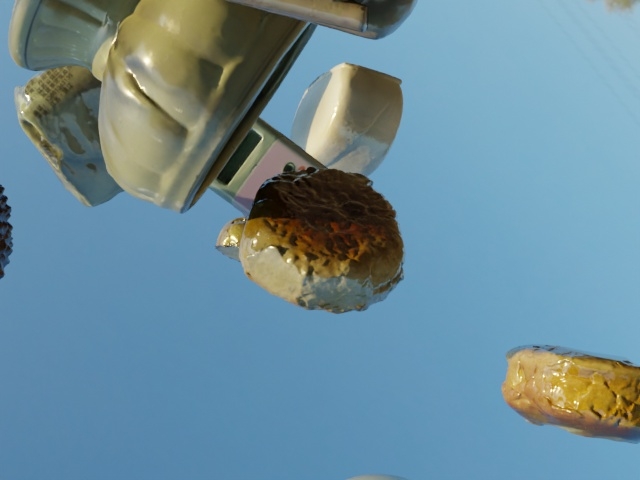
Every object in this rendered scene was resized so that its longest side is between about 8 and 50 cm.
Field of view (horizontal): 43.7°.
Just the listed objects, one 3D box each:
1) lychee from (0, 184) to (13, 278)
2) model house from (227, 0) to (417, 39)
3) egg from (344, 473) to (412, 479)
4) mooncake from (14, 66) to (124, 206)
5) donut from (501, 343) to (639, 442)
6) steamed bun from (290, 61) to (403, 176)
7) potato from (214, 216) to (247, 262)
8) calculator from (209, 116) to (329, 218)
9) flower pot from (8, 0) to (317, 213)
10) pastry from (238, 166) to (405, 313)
[{"bbox_3d":[-0.571,-0.023,1.173,0.271,0.271,0.271,20,-141,-17],"label":"lychee"},{"bbox_3d":[-0.054,-0.196,0.397,0.229,0.122,0.188,19,-177,7],"label":"model house"},{"bbox_3d":[0.073,0.454,1.159,0.219,0.269,0.219,52,-161,-26],"label":"egg"},{"bbox_3d":[-0.368,-0.210,1.348,0.250,0.254,0.136,59,179,-34],"label":"mooncake"},{"bbox_3d":[0.477,0.276,1.434,0.329,0.160,0.330,18,174,2],"label":"donut"},{"bbox_3d":[0.040,-0.200,1.428,0.146,0.241,0.164,14,-101,-20],"label":"steamed bun"},{"bbox_3d":[-0.113,0.005,1.562,0.200,0.164,0.081,33,-114,-54],"label":"potato"},{"bbox_3d":[-0.071,-0.090,1.256,0.246,0.141,0.045,37,-174,-10],"label":"calculator"},{"bbox_3d":[-0.164,-0.208,0.844,0.244,0.307,0.307,36,-143,-6],"label":"flower pot"},{"bbox_3d":[0.000,0.000,0.888,0.182,0.093,0.193,7,-142,-11],"label":"pastry"}]
